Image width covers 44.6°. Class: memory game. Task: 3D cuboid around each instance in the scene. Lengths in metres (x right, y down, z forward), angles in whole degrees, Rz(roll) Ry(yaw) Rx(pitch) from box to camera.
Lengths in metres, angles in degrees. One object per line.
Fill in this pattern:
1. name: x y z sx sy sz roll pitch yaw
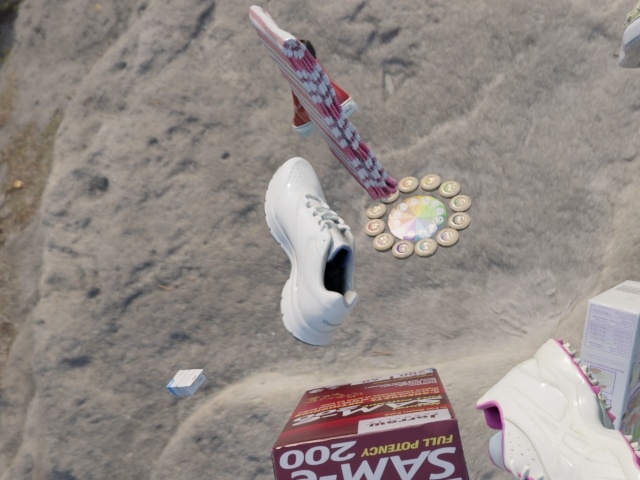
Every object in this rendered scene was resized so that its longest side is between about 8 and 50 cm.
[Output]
1. memory game: 0.161 -0.042 1.300 0.186 0.012 0.186 -11 48 13

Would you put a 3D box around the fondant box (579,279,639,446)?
1. fondant box: 0.552 0.257 1.446 0.096 0.238 0.330 12 103 36

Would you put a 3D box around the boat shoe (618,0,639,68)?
1. boat shoe: 0.538 -0.354 1.271 0.109 0.302 0.094 -4 90 8

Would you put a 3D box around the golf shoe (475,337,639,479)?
1. golf shoe: 0.254 0.231 0.779 0.140 0.306 0.115 -29 117 8

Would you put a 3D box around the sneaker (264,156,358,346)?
1. sneaker: 0.000 0.000 1.145 0.129 0.111 0.297 -42 53 46

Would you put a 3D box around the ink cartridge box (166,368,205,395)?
1. ink cartridge box: -0.266 0.286 1.571 0.083 0.048 0.028 -13 121 46

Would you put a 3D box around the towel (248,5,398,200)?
1. towel: 0.001 -0.137 0.764 0.029 0.197 0.144 -35 33 0

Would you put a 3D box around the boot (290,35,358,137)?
1. boot: -0.032 -0.282 1.408 0.088 0.244 0.176 -38 100 -12

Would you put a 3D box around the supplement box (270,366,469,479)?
1. supplement box: 0.043 0.161 0.625 0.130 0.239 0.073 -11 88 4
